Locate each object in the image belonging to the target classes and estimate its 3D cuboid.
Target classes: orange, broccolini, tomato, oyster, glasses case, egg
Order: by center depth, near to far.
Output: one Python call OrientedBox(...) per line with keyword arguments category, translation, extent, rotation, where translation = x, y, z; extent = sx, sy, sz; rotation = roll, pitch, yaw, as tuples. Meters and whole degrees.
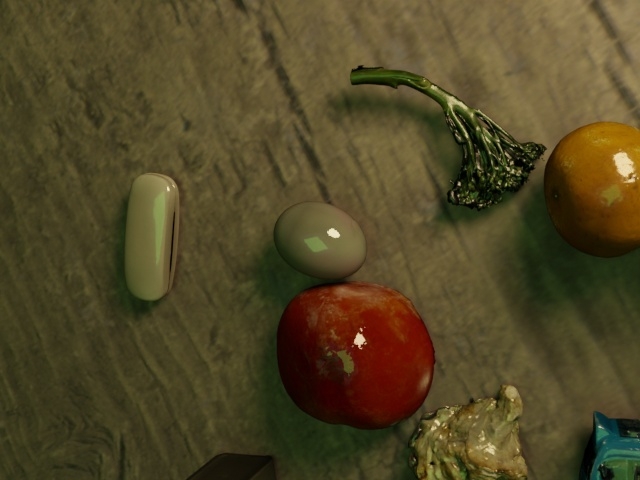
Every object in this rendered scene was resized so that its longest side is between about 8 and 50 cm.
OrientedBox(category="orange", translation=(0.328, -0.058, 0.761), extent=(0.134, 0.154, 0.154), rotation=(-9, 95, 5))
OrientedBox(category="broccolini", translation=(0.144, -0.133, 0.869), extent=(0.272, 0.062, 0.123), rotation=(32, 94, 9))
OrientedBox(category="oyster", translation=(0.202, 0.275, 0.902), extent=(0.163, 0.081, 0.190), rotation=(22, 88, 24))
OrientedBox(category="tomato", translation=(0.031, 0.159, 0.918), extent=(0.233, 0.140, 0.200), rotation=(3, 93, 22))
OrientedBox(category="egg", translation=(0.000, 0.000, 0.924), extent=(0.135, 0.103, 0.103), rotation=(22, 106, 16))
OrientedBox(category="glasses case", translation=(-0.266, -0.004, 1.058), extent=(0.081, 0.051, 0.204), rotation=(13, 103, 20))

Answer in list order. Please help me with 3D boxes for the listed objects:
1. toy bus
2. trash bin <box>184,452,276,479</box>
OrientedBox(category="toy bus", translation=(0.436, 0.284, 0.790), extent=(0.247, 0.113, 0.134), rotation=(1, 94, 20))
OrientedBox(category="trash bin", translation=(-0.134, 0.469, 1.020), extent=(0.122, 0.164, 0.240), rotation=(-4, 96, 22))
